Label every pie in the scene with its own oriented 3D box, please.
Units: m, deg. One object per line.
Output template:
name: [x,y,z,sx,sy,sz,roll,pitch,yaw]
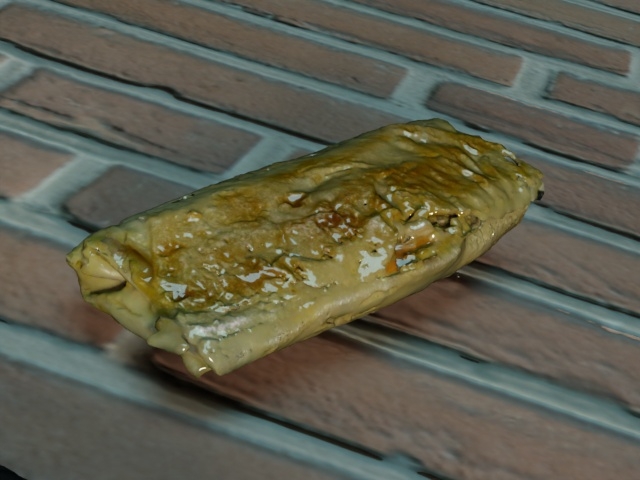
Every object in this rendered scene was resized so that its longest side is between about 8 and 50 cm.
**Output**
pie: [0.000,0.000,0.689,0.128,0.068,0.282,30,33,33]

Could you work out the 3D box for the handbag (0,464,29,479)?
handbag: [-0.083,0.152,0.347,0.332,0.075,0.191,24,24,35]
